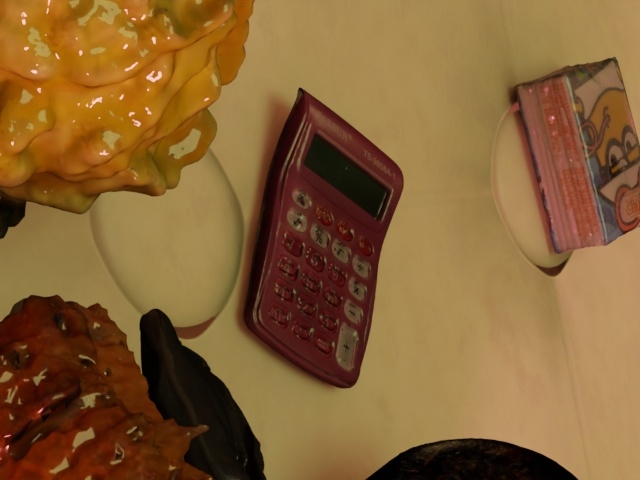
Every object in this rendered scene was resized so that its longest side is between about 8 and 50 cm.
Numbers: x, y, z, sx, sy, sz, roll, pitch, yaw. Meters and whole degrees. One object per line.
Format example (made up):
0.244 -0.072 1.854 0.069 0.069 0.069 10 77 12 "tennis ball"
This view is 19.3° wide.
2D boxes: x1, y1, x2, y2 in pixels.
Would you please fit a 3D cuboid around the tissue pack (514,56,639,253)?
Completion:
0.234 -0.077 1.647 0.115 0.065 0.155 -22 97 -54 "tissue pack"

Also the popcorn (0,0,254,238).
-0.147 -0.126 1.018 0.249 0.249 0.225 -43 144 -51 "popcorn"

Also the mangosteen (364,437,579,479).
0.097 0.247 1.245 0.216 0.216 0.216 21 63 -50 "mangosteen"

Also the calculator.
0.000 0.000 1.326 0.126 0.034 0.190 37 57 -44 "calculator"

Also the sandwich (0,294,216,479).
-0.131 0.171 0.944 0.162 0.250 0.301 41 39 -63 "sandwich"

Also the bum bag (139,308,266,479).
-0.068 0.130 1.089 0.248 0.060 0.123 94 -24 -64 "bum bag"
